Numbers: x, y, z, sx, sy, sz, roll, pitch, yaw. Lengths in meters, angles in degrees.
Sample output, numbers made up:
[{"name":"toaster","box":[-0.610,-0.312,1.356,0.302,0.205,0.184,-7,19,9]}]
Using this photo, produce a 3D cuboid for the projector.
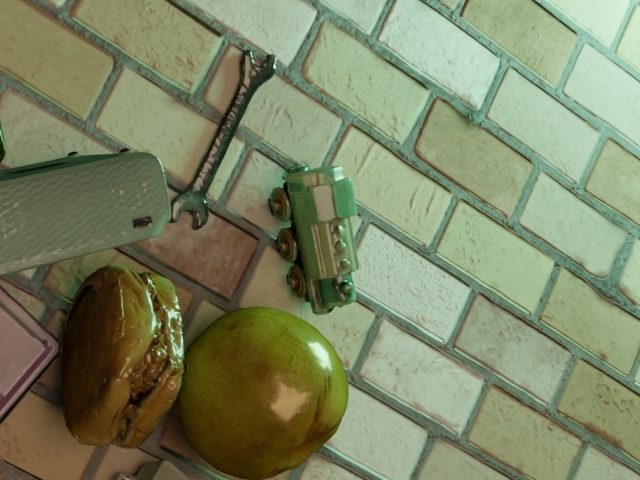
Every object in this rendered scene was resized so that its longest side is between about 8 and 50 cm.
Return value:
[{"name":"projector","box":[-0.323,-0.034,1.901,0.250,0.198,0.108,-16,99,-30]}]

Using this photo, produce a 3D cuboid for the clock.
[{"name":"clock","box":[-0.409,0.145,1.926,0.144,0.073,0.193,47,68,-22]}]

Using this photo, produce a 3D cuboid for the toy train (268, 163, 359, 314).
[{"name":"toy train","box":[0.000,0.000,2.135,0.081,0.125,0.194,-15,98,-26]}]

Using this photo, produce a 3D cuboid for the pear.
[{"name":"pear","box":[-0.076,0.180,2.055,0.209,0.209,0.208,-1,91,-30]}]

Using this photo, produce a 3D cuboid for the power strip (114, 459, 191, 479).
[{"name":"power strip","box":[-0.124,0.396,2.096,0.338,0.058,0.098,45,54,-23]}]

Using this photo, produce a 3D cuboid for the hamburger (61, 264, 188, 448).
[{"name":"hamburger","box":[-0.228,0.131,1.959,0.108,0.214,0.213,10,86,-26]}]

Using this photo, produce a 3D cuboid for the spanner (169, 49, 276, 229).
[{"name":"spanner","box":[-0.120,-0.128,2.124,0.054,0.015,0.254,31,76,-25]}]

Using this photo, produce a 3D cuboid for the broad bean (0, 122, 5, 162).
[{"name":"broad bean","box":[-0.414,-0.176,1.933,0.061,0.046,0.195,-44,107,-10]}]
